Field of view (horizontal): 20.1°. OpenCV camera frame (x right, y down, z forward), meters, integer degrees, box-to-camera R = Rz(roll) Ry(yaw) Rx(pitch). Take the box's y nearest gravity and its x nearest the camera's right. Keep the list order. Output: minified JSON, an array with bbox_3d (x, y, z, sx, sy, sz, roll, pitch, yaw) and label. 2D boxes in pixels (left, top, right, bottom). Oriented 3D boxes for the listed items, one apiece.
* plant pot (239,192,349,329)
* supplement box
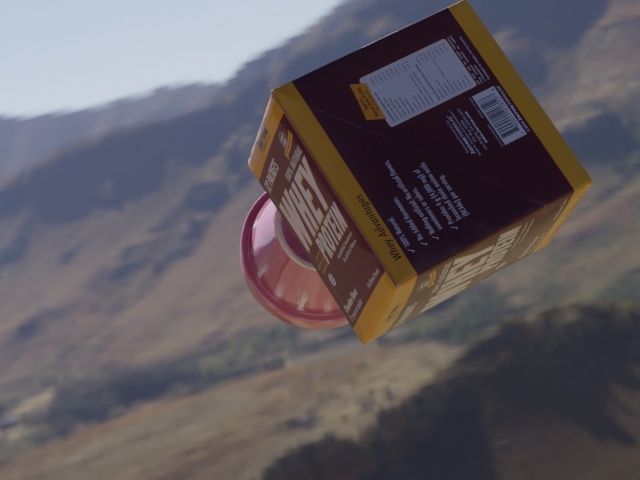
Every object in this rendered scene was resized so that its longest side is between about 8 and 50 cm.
[{"bbox_3d":[0.000,0.000,2.287,0.201,0.201,0.180,-17,-12,-9],"label":"plant pot"},{"bbox_3d":[0.077,-0.056,1.473,0.194,0.191,0.129,-27,-16,-21],"label":"supplement box"}]
